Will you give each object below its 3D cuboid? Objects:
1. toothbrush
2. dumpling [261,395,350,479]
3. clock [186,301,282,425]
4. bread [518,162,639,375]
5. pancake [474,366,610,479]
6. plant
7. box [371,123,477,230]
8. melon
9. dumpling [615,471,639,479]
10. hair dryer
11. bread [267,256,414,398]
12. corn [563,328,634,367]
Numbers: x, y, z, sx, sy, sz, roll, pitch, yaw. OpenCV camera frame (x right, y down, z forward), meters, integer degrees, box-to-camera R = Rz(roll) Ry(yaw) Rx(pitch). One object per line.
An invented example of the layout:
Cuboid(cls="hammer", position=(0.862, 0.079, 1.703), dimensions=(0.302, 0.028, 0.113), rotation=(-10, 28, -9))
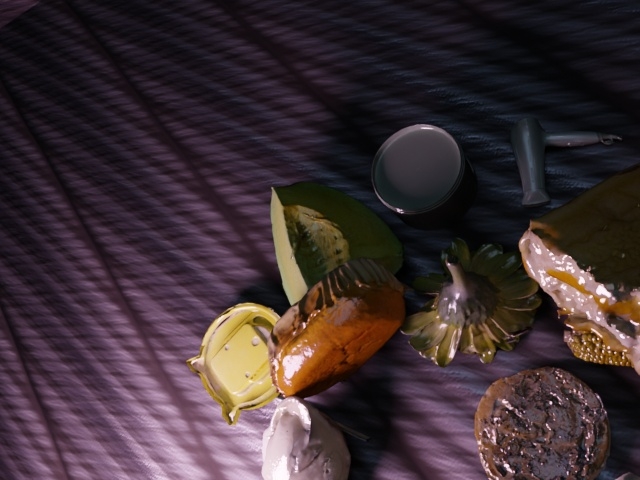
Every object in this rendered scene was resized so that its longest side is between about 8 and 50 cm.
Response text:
Cuboid(cls="toothbrush", position=(-0.003, 0.433, 1.469), dimensions=(0.295, 0.026, 0.028), rotation=(12, 98, 31))
Cuboid(cls="dumpling", position=(-0.046, 0.510, 1.397), dimensions=(0.243, 0.187, 0.317), rotation=(-8, 86, 54))
Cuboid(cls="clock", position=(-0.194, 0.310, 1.585), dimensions=(0.293, 0.071, 0.277), rotation=(-42, 60, 8))
Cuboid(cls="bread", position=(0.620, 0.050, 1.097), dimensions=(0.395, 0.250, 0.361), rotation=(-27, 44, -15))
Cuboid(cls="pancake", position=(0.449, 0.396, 1.226), dimensions=(0.283, 0.049, 0.282), rotation=(-9, 69, 25))
Cuboid(cls="plant", position=(0.343, 0.133, 1.295), dimensions=(0.261, 0.297, 0.305), rotation=(33, 73, 2))
Cuboid(cls="box", position=(0.253, -0.152, 1.456), dimensions=(0.226, 0.149, 0.226), rotation=(-9, 70, 25))
Cuboid(cls="melon", position=(0.000, 0.000, 1.511), dimensions=(0.331, 0.226, 0.343), rotation=(-42, 46, 22))
Cuboid(cls="dumpling", position=(0.579, 0.546, 1.062), dimensions=(0.132, 0.163, 0.250), rotation=(-42, 38, 53))
Cuboid(cls="hair dryer", position=(0.567, -0.193, 1.365), dimensions=(0.237, 0.075, 0.206), rotation=(-10, 76, 17))
Cuboid(cls="bread", position=(0.027, 0.213, 1.357), dimensions=(0.388, 0.236, 0.183), rotation=(-56, 36, 27))
Cuboid(cls="corn", position=(0.643, 0.209, 1.162), dimensions=(0.320, 0.097, 0.096), rotation=(4, 75, 27))
